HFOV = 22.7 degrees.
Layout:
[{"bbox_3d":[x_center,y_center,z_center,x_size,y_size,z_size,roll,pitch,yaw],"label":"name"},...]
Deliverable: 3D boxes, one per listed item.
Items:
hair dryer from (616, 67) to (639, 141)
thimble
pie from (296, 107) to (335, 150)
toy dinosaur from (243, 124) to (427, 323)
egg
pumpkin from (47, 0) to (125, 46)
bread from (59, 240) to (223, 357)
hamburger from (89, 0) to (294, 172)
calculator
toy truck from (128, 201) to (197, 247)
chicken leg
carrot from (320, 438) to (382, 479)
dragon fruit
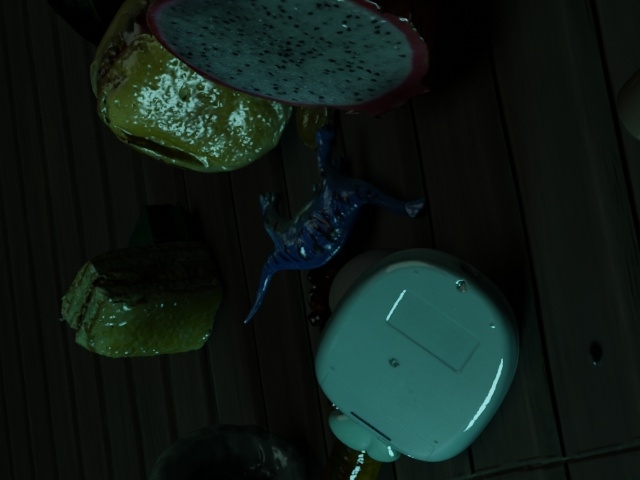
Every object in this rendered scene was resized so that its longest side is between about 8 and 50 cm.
[{"bbox_3d":[0.265,-0.172,1.216,0.117,0.064,0.181,129,139,-57],"label":"hair dryer"},{"bbox_3d":[-0.119,0.346,1.880,0.205,0.250,0.172,27,131,13],"label":"thimble"},{"bbox_3d":[-0.004,-0.144,1.823,0.084,0.020,0.084,10,101,62],"label":"pie"},{"bbox_3d":[0.002,-0.032,1.756,0.329,0.076,0.144,-32,59,43],"label":"toy dinosaur"},{"bbox_3d":[0.066,0.059,1.603,0.135,0.103,0.103,-10,84,56],"label":"egg"},{"bbox_3d":[-0.212,-0.382,2.022,0.296,0.296,0.295,176,90,-65],"label":"pumpkin"},{"bbox_3d":[-0.236,0.082,2.142,0.102,0.196,0.138,61,140,37],"label":"bread"},{"bbox_3d":[-0.153,-0.197,1.888,0.163,0.244,0.244,-102,23,-48],"label":"hamburger"},{"bbox_3d":[0.085,0.123,1.532,0.184,0.042,0.295,35,134,7],"label":"calculator"},{"bbox_3d":[-0.221,0.012,2.235,0.147,0.079,0.065,121,138,-53],"label":"toy truck"},{"bbox_3d":[0.021,0.090,1.729,0.219,0.048,0.089,-106,35,-54],"label":"chicken leg"},{"bbox_3d":[0.044,0.221,1.731,0.066,0.066,0.314,58,139,46],"label":"carrot"},{"bbox_3d":[-0.008,-0.274,1.520,0.305,0.305,0.225,-26,48,63],"label":"dragon fruit"}]
